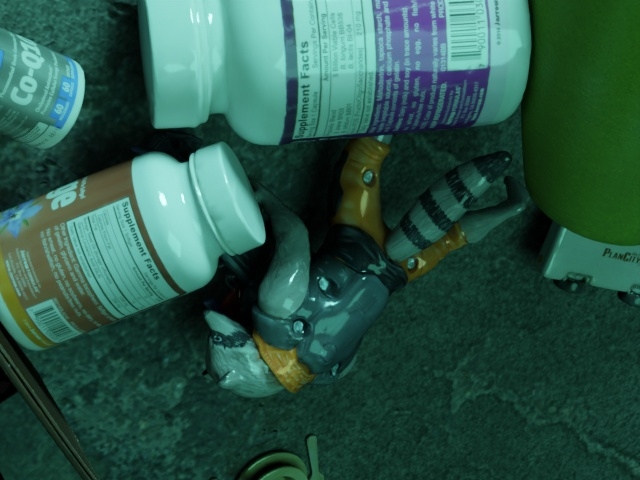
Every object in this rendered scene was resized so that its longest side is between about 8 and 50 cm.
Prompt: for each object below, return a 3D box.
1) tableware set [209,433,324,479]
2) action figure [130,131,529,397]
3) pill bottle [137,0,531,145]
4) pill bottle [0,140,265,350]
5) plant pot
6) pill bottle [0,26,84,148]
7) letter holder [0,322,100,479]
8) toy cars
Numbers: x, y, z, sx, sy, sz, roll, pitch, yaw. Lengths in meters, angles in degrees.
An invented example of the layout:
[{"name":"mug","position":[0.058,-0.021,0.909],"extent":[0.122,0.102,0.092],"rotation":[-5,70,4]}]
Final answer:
[{"name":"tableware set","position":[-0.041,0.309,1.570],"extent":[0.128,0.039,0.194],"rotation":[-22,126,-21]},{"name":"action figure","position":[0.000,0.000,1.326],"extent":[0.330,0.178,0.341],"rotation":[-50,129,0]},{"name":"pill bottle","position":[0.006,-0.166,1.210],"extent":[0.301,0.169,0.169],"rotation":[-5,121,-10]},{"name":"pill bottle","position":[-0.161,0.000,1.212],"extent":[0.216,0.121,0.121],"rotation":[-22,130,8]},{"name":"plant pot","position":[0.278,-0.149,1.213],"extent":[0.274,0.275,0.294],"rotation":[-9,133,-28]},{"name":"pill bottle","position":[-0.259,-0.129,1.146],"extent":[0.137,0.078,0.078],"rotation":[22,103,-40]},{"name":"letter holder","position":[-0.318,0.100,1.153],"extent":[0.152,0.214,0.302],"rotation":[-34,130,-11]},{"name":"toy cars","position":[0.395,-0.046,1.616],"extent":[0.393,0.087,0.176],"rotation":[-28,123,-12]}]
